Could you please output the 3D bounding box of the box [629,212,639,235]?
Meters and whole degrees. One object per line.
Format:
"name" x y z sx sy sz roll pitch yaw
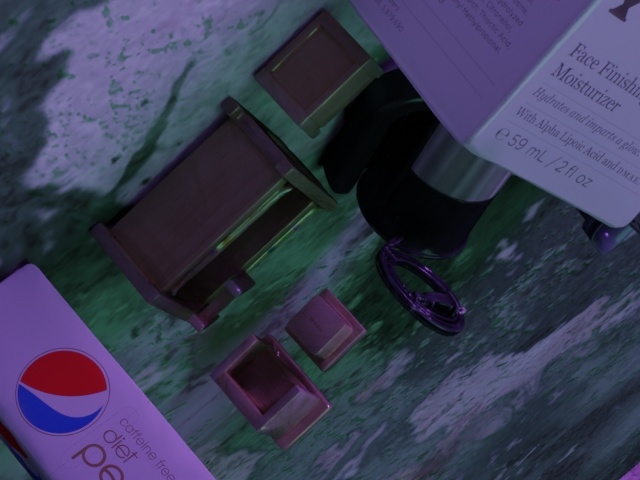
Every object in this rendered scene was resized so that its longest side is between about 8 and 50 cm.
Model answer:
"box" 0.300 -0.138 1.307 0.290 0.169 0.087 -38 160 -8

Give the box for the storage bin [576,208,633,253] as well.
"storage bin" 0.229 -0.072 1.421 0.135 0.091 0.098 -45 160 5

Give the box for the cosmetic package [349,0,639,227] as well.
"cosmetic package" 0.144 -0.136 0.989 0.151 0.151 0.183 22 116 -44

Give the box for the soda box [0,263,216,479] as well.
"soda box" -0.115 0.118 0.993 0.069 0.216 0.074 -37 160 -17

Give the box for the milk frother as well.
"milk frother" 0.087 -0.034 1.162 0.129 0.143 0.134 -13 148 -40

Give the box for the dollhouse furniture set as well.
"dollhouse furniture set" 0.000 0.000 1.045 0.182 0.161 0.101 -43 160 4
